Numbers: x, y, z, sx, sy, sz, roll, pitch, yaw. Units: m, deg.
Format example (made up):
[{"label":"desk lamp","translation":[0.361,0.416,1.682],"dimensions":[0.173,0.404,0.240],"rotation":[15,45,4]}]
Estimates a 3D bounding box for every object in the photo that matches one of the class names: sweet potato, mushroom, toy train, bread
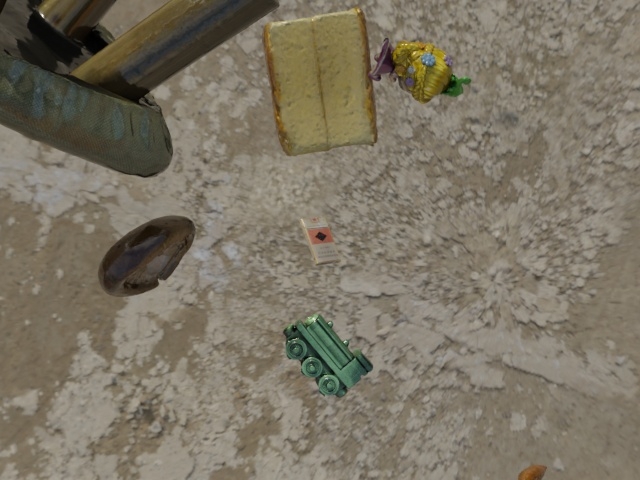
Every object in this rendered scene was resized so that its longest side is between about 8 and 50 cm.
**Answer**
[{"label":"sweet potato","translation":[0.366,0.408,1.233],"dimensions":[0.034,0.095,0.034],"rotation":[1,92,42]},{"label":"mushroom","translation":[-0.191,0.014,0.787],"dimensions":[0.123,0.123,0.052],"rotation":[-43,83,8]},{"label":"toy train","translation":[0.008,0.211,1.335],"dimensions":[0.111,0.071,0.170],"rotation":[-40,96,-2]},{"label":"bread","translation":[-0.004,-0.319,1.466],"dimensions":[0.207,0.279,0.279],"rotation":[-8,106,-3]}]

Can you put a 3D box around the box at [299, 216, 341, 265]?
[{"label":"box","translation":[0.000,0.000,1.155],"dimensions":[0.046,0.012,0.083],"rotation":[-7,64,-28]}]

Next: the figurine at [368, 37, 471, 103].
[{"label":"figurine","translation":[0.169,-0.272,1.133],"dimensions":[0.156,0.115,0.094],"rotation":[22,81,-13]}]

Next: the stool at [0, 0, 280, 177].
[{"label":"stool","translation":[-0.234,-0.252,0.650],"dimensions":[0.226,0.310,0.310],"rotation":[-45,53,17]}]
